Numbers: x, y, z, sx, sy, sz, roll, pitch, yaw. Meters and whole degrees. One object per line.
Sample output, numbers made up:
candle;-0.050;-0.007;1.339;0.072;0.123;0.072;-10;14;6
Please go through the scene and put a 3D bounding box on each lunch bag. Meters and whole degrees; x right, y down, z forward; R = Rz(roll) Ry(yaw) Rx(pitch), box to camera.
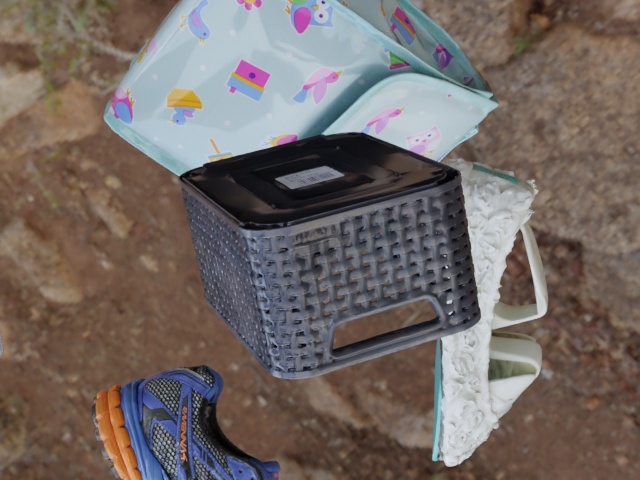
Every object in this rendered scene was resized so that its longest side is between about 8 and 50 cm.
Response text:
lunch bag;-0.012;-0.125;1.027;0.262;0.160;0.223;38;119;-14

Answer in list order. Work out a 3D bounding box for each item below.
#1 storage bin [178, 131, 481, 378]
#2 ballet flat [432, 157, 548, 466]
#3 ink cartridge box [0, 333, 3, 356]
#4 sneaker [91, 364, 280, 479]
storage bin;0.000;0.000;0.693;0.180;0.122;0.084;-147;44;-67
ballet flat;0.183;0.097;1.340;0.147;0.147;0.409;28;137;38
ink cartridge box;-0.390;0.024;0.881;0.272;0.114;0.197;10;129;10
sneaker;-0.055;0.170;0.728;0.221;0.087;0.083;59;177;10
